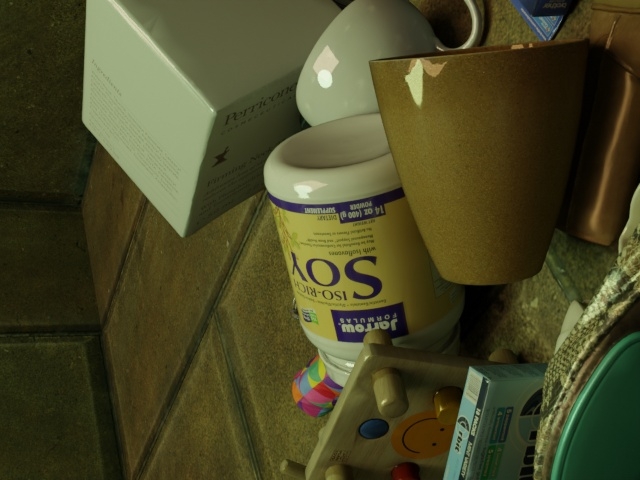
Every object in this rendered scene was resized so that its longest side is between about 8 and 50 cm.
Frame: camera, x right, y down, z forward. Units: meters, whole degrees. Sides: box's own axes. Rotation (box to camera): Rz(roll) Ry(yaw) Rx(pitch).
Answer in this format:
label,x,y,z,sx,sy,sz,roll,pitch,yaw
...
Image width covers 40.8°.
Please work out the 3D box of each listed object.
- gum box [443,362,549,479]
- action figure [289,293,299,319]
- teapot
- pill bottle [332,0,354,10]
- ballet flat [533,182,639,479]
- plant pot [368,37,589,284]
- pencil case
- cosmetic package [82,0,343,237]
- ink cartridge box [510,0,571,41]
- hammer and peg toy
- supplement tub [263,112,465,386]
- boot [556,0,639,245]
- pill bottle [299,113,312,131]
label,x,y,z,sx,sy,sz,roll,pitch,yaw
gum box,0.238,0.219,0.990,0.041,0.184,0.157,35,119,58
action figure,0.000,0.000,1.567,0.185,0.099,0.285,-170,86,-68
teapot,0.102,-0.237,1.292,0.187,0.252,0.256,39,157,14
pill bottle,0.018,-0.420,1.540,0.187,0.111,0.112,-51,44,49
ballet flat,0.340,0.055,0.863,0.182,0.163,0.483,-110,39,-61
plant pot,0.185,-0.088,0.969,0.237,0.237,0.255,19,119,62
pencil case,0.037,0.226,1.478,0.236,0.104,0.105,-46,49,53
cosmetic package,-0.194,-0.284,1.527,0.327,0.329,0.394,48,150,13
ink cartridge box,0.271,-0.413,1.047,0.311,0.065,0.186,102,152,-47
hammer and peg toy,0.111,0.288,1.146,0.127,0.265,0.361,-102,28,-52
supplement tub,0.070,0.016,1.187,0.241,0.241,0.332,34,142,59
boot,0.343,-0.122,0.929,0.236,0.089,0.270,-128,46,-66
pill bottle,0.048,-0.116,1.441,0.130,0.130,0.246,-47,49,52
